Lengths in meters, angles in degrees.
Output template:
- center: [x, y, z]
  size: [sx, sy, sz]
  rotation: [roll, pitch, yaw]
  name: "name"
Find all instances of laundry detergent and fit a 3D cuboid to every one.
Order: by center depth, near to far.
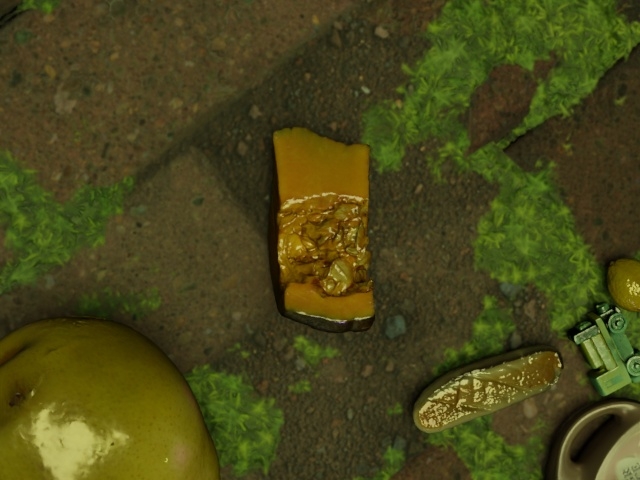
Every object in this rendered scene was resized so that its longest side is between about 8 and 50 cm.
- center: [0.364, 0.302, 1.571]
  size: [0.237, 0.076, 0.171]
  rotation: [-17, 96, -5]
  name: "laundry detergent"

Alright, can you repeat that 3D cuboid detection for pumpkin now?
- center: [0.000, -0.004, 1.475]
  size: [0.131, 0.126, 0.248]
  rotation: [1, 75, -1]
  name: "pumpkin"

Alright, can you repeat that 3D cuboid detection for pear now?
- center: [-0.257, 0.245, 1.371]
  size: [0.336, 0.285, 0.285]
  rotation: [41, 88, -9]
  name: "pear"

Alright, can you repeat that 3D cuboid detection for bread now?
- center: [0.213, 0.187, 1.548]
  size: [0.214, 0.053, 0.073]
  rotation: [-20, 101, -9]
  name: "bread"

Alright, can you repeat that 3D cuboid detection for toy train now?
- center: [0.379, 0.143, 1.574]
  size: [0.081, 0.050, 0.122]
  rotation: [-29, 99, 2]
  name: "toy train"

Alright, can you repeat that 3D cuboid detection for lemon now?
- center: [0.410, 0.061, 1.563]
  size: [0.065, 0.065, 0.092]
  rotation: [-38, 94, -4]
  name: "lemon"
